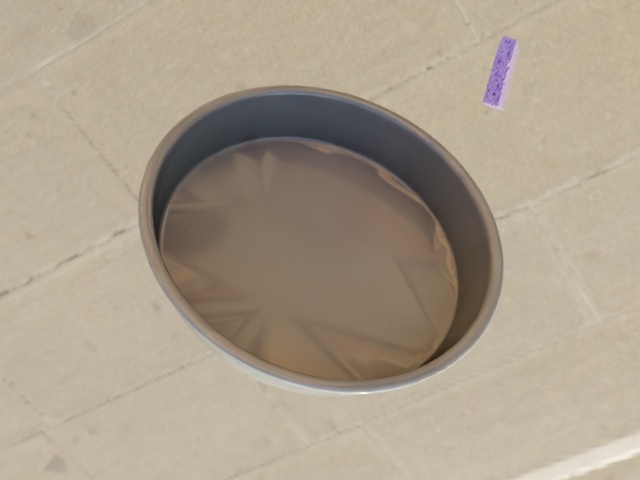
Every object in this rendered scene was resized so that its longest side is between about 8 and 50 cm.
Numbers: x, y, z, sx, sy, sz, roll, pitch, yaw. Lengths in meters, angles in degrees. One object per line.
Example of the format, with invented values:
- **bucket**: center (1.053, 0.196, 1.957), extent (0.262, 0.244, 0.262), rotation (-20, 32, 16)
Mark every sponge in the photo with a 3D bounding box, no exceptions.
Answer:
- **sponge**: center (0.321, -0.290, 1.736), extent (0.031, 0.210, 0.117), rotation (16, 99, 11)

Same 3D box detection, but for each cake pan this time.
- **cake pan**: center (0.000, 0.000, 0.785), extent (0.293, 0.293, 0.054), rotation (14, 142, -7)
